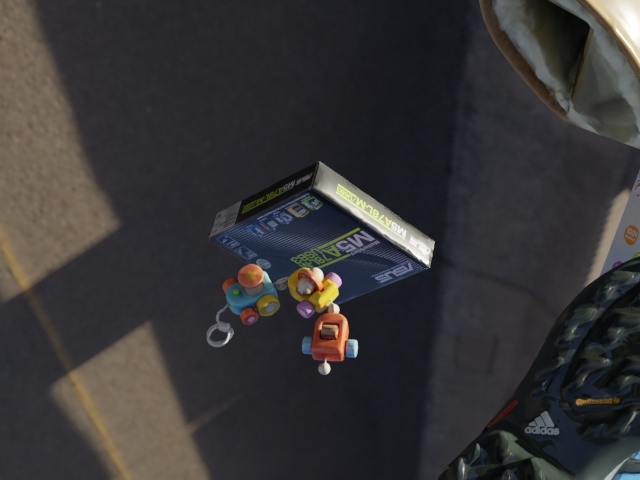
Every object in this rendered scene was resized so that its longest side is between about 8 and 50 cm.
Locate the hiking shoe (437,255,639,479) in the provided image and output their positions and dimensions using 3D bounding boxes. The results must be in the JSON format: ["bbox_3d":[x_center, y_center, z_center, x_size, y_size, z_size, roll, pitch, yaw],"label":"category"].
[{"bbox_3d":[0.159,0.116,0.894,0.304,0.113,0.132,-38,164,-18],"label":"hiking shoe"}]

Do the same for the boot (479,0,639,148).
[{"bbox_3d":[0.210,-0.144,0.805,0.089,0.236,0.269,-24,-152,49],"label":"boot"}]

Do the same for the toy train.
[{"bbox_3d":[-0.037,0.073,1.530,0.046,0.166,0.125,81,20,-50],"label":"toy train"}]

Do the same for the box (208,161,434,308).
[{"bbox_3d":[0.000,0.000,1.650,0.184,0.045,0.190,36,142,-28],"label":"box"}]

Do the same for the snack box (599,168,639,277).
[{"bbox_3d":[0.329,0.032,1.237,0.174,0.070,0.207,12,105,-32],"label":"snack box"}]
